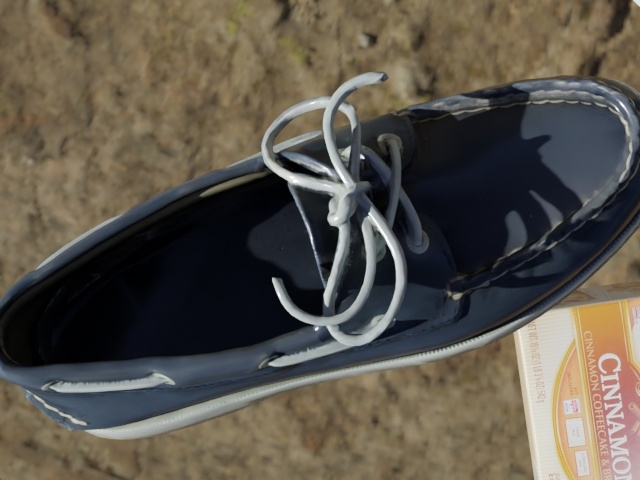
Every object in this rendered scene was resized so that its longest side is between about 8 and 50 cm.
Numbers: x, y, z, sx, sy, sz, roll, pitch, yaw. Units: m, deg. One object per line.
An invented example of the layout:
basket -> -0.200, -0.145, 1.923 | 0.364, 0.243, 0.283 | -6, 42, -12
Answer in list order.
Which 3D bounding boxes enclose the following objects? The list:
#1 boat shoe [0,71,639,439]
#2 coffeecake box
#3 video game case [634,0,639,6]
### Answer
boat shoe -> 0.000, 0.000, 0.537 | 0.255, 0.095, 0.079 | -17, 161, 11
coffeecake box -> 0.214, 0.094, 0.881 | 0.186, 0.068, 0.142 | -9, 96, 4
video game case -> 0.209, -0.145, 0.467 | 0.206, 0.227, 0.026 | -44, 75, 28
